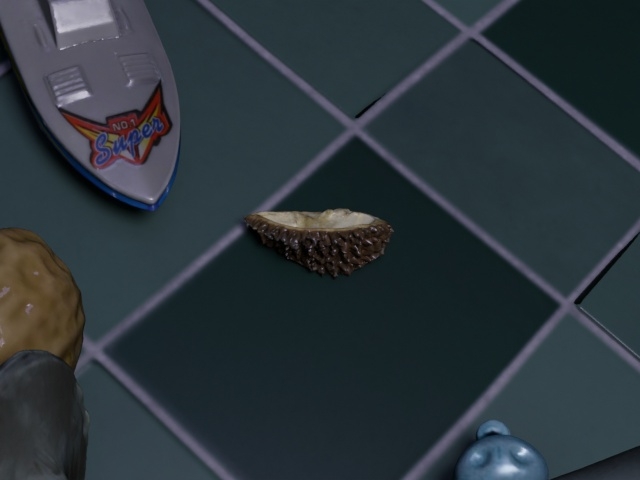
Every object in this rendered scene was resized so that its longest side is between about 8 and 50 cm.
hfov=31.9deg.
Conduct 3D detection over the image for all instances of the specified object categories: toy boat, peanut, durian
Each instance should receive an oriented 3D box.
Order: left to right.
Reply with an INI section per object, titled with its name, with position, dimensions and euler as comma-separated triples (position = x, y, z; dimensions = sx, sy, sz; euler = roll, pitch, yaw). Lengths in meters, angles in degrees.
[peanut]
position = -0.259, 0.112, 0.737
dimensions = 0.143, 0.159, 0.291
euler = 14, 57, 18
[toy boat]
position = -0.191, -0.147, 0.949
dimensions = 0.129, 0.088, 0.295
euler = -16, 64, -21
[durian]
position = 0.002, -0.008, 0.933
dimensions = 0.130, 0.052, 0.066
euler = 2, 57, -11

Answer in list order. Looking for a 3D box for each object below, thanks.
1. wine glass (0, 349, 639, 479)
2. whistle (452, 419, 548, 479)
[wine glass]
position = -0.010, 0.204, 0.655
dimensions = 0.406, 0.267, 0.267
euler = 10, 56, 16
[whistle]
position = 0.135, 0.258, 0.786
dimensions = 0.186, 0.093, 0.274
euler = -5, 63, 2
